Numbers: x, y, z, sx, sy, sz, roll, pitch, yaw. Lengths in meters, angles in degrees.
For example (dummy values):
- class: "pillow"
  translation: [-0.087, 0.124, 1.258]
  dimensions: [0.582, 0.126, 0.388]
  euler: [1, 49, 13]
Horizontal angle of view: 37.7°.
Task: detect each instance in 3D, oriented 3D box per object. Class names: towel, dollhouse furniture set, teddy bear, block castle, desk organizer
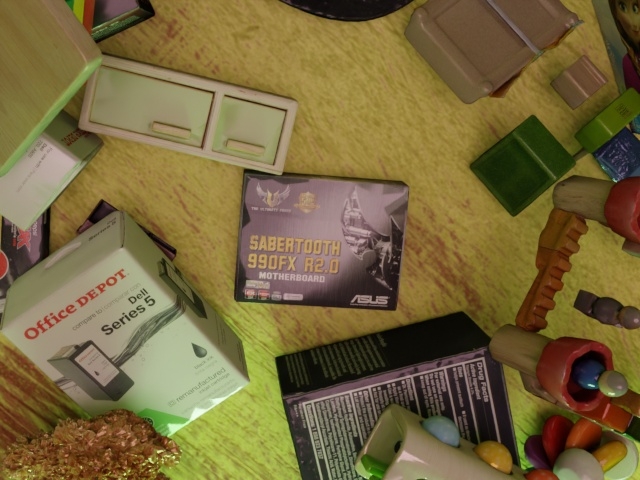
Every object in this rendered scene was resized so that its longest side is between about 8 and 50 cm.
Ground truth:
- class: "towel"
  translation: [0.451, -0.105, 1.349]
  dimensions: [0.067, 0.029, 0.119]
  euler: [-45, 102, 4]
- class: "dollhouse furniture set"
  translation: [0.261, -0.222, 1.289]
  dimensions: [0.198, 0.151, 0.301]
  euler: [-39, 86, -18]
- class: "teddy bear"
  translation: [-0.305, 0.327, 1.246]
  dimensions: [0.245, 0.338, 0.113]
  euler: [47, 51, -21]
- class: "block castle"
  translation: [0.469, 0.125, 1.222]
  dimensions: [0.453, 0.213, 0.303]
  euler: [26, 88, -32]
- class: "desk organizer"
  translation: [-0.265, 0.001, 1.290]
  dimensions: [0.130, 0.047, 0.050]
  euler: [35, 94, -12]

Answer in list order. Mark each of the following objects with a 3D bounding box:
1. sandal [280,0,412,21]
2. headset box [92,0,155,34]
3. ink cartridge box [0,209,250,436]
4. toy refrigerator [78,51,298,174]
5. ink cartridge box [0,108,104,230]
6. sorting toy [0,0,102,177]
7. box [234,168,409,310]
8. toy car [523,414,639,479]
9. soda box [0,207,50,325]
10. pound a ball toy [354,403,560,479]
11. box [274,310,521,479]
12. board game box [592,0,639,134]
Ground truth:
- class: "sandal"
  translation: [-0.049, -0.385, 1.176]
  dimensions: [0.446, 0.107, 0.167]
  euler: [10, 98, -18]
- class: "headset box"
  translation: [-0.296, -0.343, 1.087]
  dimensions: [0.110, 0.293, 0.218]
  euler: [-26, 104, 0]
- class: "ink cartridge box"
  translation: [-0.255, 0.127, 1.243]
  dimensions: [0.198, 0.114, 0.273]
  euler: [-34, 119, 7]
- class: "toy refrigerator"
  translation: [-0.172, -0.169, 1.239]
  dimensions: [0.270, 0.094, 0.102]
  euler: [13, 100, -9]
- class: "ink cartridge box"
  translation: [-0.424, -0.153, 1.160]
  dimensions: [0.278, 0.201, 0.117]
  euler: [38, 97, -12]
- class: "sorting toy"
  translation: [-0.339, -0.232, 0.960]
  dimensions: [0.255, 0.089, 0.257]
  euler: [-33, 94, 43]
- class: "box"
  translation: [0.000, 0.000, 1.312]
  dimensions: [0.231, 0.056, 0.183]
  euler: [4, 102, -7]
- class: "toy car"
  translation: [0.364, 0.332, 1.383]
  dimensions: [0.159, 0.136, 0.182]
  euler: [-9, 138, -46]
- class: "soda box"
  translation: [-0.404, 0.031, 1.278]
  dimensions: [0.060, 0.053, 0.168]
  euler: [4, 101, -7]
- class: "pound a ball toy"
  translation: [0.219, 0.332, 1.143]
  dimensions: [0.319, 0.208, 0.135]
  euler: [28, 96, -11]
- class: "box"
  translation: [0.113, 0.289, 1.319]
  dimensions: [0.294, 0.183, 0.296]
  euler: [-13, 102, -3]
- class: "board game box"
  translation: [0.435, -0.275, 1.165]
  dimensions: [0.066, 0.318, 0.317]
  euler: [-22, 102, -1]
